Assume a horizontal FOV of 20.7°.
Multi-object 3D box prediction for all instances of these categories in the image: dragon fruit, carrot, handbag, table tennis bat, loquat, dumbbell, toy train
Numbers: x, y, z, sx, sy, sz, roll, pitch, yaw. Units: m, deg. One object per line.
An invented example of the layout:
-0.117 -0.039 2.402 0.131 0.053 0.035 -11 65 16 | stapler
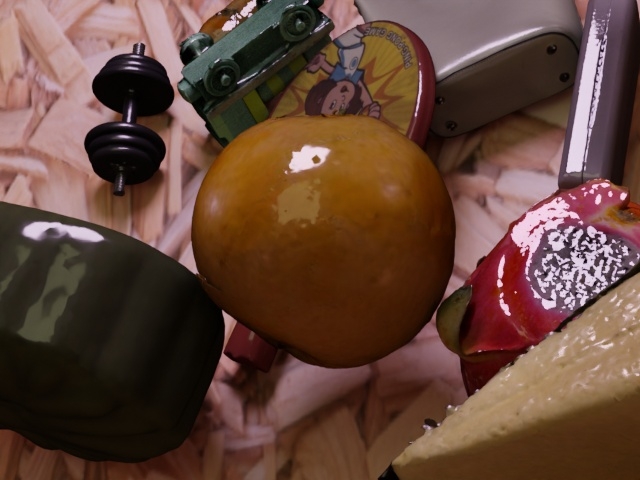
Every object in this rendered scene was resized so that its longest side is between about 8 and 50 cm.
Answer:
0.256 0.080 1.675 0.290 0.189 0.291 -10 57 16 | dragon fruit
-0.037 -0.309 2.112 0.078 0.078 0.298 33 70 34 | carrot
0.162 -0.274 1.991 0.241 0.109 0.315 -22 51 6 | handbag
-0.002 -0.054 1.905 0.268 0.051 0.415 8 71 52 | table tennis bat
0.000 0.000 1.681 0.263 0.263 0.263 -10 57 15 | loquat
-0.224 -0.144 2.058 0.099 0.099 0.209 -6 59 18 | dumbbell
-0.070 -0.208 2.022 0.200 0.132 0.083 -36 45 -5 | toy train

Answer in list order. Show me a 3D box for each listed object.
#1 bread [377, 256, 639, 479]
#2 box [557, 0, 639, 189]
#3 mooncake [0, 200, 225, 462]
0.321 0.158 1.557 0.405 0.346 0.242 -24 35 31 | bread
0.297 -0.137 1.849 0.055 0.103 0.244 3 61 17 | box
-0.270 0.102 1.780 0.351 0.351 0.187 8 65 25 | mooncake
